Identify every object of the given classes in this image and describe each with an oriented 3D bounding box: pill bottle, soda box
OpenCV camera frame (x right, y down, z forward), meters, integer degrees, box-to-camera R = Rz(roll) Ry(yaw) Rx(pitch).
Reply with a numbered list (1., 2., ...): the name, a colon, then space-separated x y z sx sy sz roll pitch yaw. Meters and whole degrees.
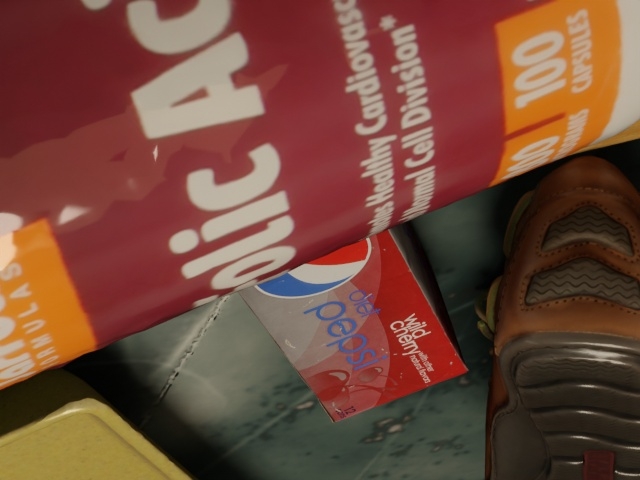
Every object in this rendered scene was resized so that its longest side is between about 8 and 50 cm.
1. pill bottle: -0.096 -0.073 0.581 0.392 0.224 0.224 -23 146 -10
2. soda box: 0.000 0.000 0.893 0.092 0.083 0.263 -22 146 7

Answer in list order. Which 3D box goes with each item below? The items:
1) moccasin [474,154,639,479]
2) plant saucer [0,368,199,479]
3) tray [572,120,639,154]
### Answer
1. moccasin: 0.156 0.080 0.989 0.139 0.147 0.380 0 151 15
2. plant saucer: -0.225 0.203 1.074 0.333 0.081 0.333 -25 145 8
3. tray: 0.276 -0.164 0.803 0.411 0.076 0.203 -14 145 -7
